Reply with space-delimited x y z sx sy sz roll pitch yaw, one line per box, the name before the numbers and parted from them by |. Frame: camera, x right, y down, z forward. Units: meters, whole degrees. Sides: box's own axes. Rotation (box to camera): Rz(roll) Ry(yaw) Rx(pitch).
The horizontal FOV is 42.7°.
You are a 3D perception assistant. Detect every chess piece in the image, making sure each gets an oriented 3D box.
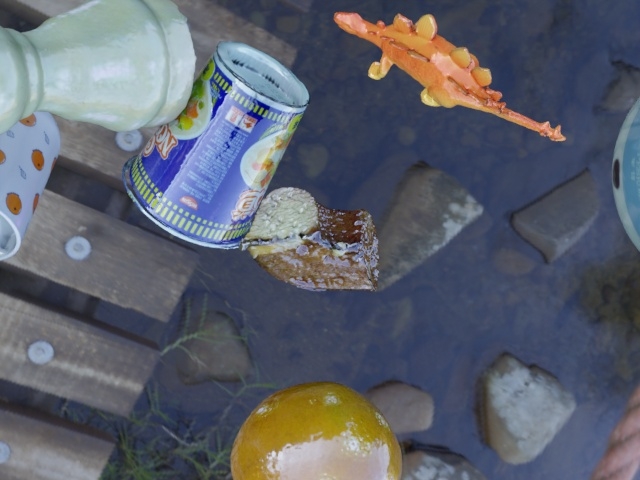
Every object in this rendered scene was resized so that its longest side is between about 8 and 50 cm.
chess piece | -0.431 -0.267 1.274 0.442 0.234 0.234 -19 111 -45

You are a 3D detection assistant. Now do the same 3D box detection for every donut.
donut | -0.010 0.002 1.211 0.144 0.186 0.126 78 18 -52

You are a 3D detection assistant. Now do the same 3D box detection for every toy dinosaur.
toy dinosaur | 0.137 -0.181 0.880 0.288 0.117 0.070 32 89 9

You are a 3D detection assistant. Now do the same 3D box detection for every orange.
orange | -0.004 0.198 0.749 0.156 0.124 0.156 4 133 4

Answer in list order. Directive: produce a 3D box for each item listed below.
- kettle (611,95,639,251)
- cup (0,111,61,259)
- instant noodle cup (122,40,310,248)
kettle | 0.429 -0.027 0.683 0.247 0.342 0.320 -2 93 -3
cup | -0.662 -0.145 1.670 0.212 0.212 0.317 36 44 -29
instant noodle cup | -0.176 -0.187 1.525 0.284 0.284 0.312 19 121 -29
